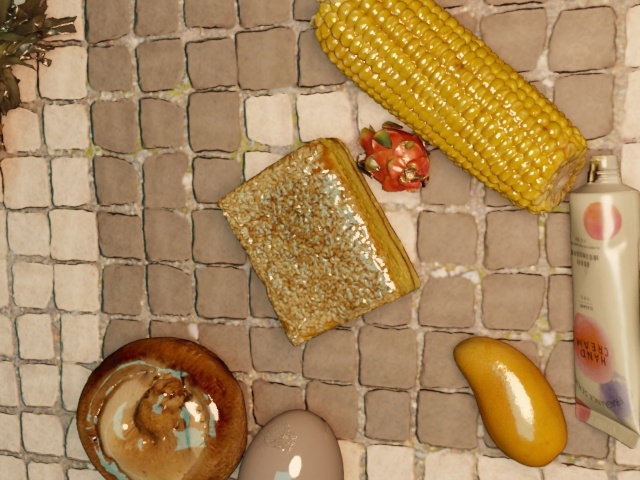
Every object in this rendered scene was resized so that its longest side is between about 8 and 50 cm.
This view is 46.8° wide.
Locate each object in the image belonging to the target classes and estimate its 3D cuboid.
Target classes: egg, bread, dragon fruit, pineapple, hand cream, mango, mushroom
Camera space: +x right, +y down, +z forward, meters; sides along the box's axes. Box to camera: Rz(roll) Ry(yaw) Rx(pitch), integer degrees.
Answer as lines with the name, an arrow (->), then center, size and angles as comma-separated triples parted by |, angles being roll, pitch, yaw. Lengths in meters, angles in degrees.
egg -> -0.040, 0.329, 1.015 | 0.146, 0.146, 0.198 | 18, 96, 15
bread -> 0.000, 0.000, 0.985 | 0.184, 0.110, 0.234 | -29, 86, 21
dragon fruit -> 0.091, -0.108, 0.956 | 0.116, 0.081, 0.086 | 27, 107, 37
pineapple -> -0.501, -0.225, 1.082 | 0.165, 0.165, 0.364 | 39, 106, 9
hand cream -> 0.337, 0.067, 0.884 | 0.078, 0.124, 0.340 | -3, 96, -15
mango -> 0.244, 0.201, 0.946 | 0.102, 0.085, 0.184 | -36, 75, 22
mushroom -> -0.221, 0.259, 1.059 | 0.253, 0.153, 0.253 | 1, 95, 16

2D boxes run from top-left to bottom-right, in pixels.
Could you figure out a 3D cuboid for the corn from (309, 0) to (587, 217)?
corn -> 0.154, -0.187, 0.895 | 0.387, 0.144, 0.144 | 39, 106, 9
